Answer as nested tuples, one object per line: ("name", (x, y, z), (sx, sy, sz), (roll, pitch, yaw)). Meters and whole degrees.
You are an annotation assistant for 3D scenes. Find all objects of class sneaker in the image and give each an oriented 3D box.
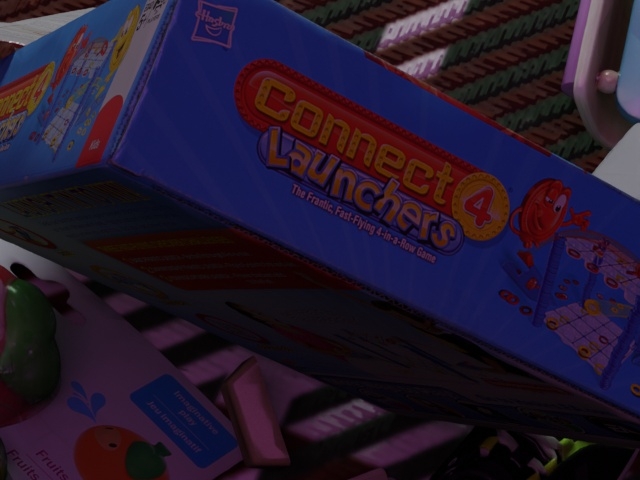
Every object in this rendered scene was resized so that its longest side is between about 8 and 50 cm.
("sneaker", (0.108, 0.136, 0.876), (0.084, 0.097, 0.235), (35, 76, 14))

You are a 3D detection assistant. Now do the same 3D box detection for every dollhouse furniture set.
("dollhouse furniture set", (0.002, 0.111, 0.898), (0.081, 0.091, 0.114), (-16, 82, -20))

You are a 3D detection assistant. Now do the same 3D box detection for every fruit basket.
("fruit basket", (-0.242, 0.060, 0.839), (0.327, 0.165, 0.353), (41, 39, 16))

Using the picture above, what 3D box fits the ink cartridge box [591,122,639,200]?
("ink cartridge box", (0.240, 0.037, 0.827), (0.208, 0.153, 0.087), (45, 76, -22))

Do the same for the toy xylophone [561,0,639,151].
("toy xylophone", (0.302, -0.065, 0.945), (0.323, 0.081, 0.236), (4, 71, 6))

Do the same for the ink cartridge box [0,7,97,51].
("ink cartridge box", (-0.084, -0.088, 0.910), (0.181, 0.224, 0.056), (11, 105, 7))

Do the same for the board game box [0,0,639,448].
("board game box", (0.000, 0.000, 0.760), (0.302, 0.308, 0.086), (26, 78, -23))
